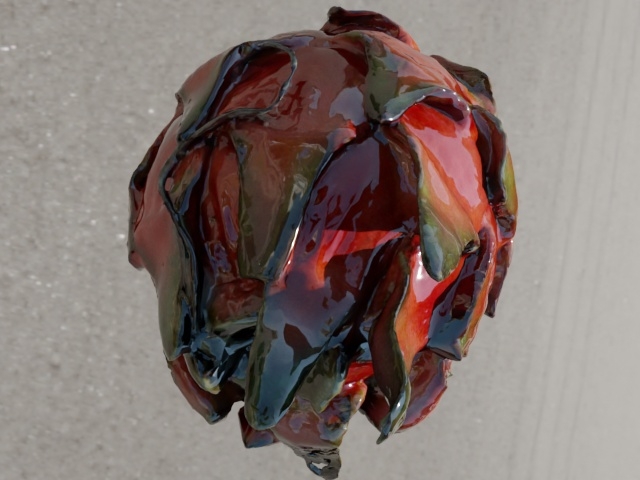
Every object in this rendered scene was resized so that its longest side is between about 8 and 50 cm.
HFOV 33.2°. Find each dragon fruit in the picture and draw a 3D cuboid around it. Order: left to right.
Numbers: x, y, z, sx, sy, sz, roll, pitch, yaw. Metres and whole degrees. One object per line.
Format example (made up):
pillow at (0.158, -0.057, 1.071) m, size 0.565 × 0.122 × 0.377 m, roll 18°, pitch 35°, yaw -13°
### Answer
dragon fruit at (0.000, 0.000, 0.509) m, size 0.192 × 0.193 × 0.274 m, roll -53°, pitch 178°, yaw 35°
